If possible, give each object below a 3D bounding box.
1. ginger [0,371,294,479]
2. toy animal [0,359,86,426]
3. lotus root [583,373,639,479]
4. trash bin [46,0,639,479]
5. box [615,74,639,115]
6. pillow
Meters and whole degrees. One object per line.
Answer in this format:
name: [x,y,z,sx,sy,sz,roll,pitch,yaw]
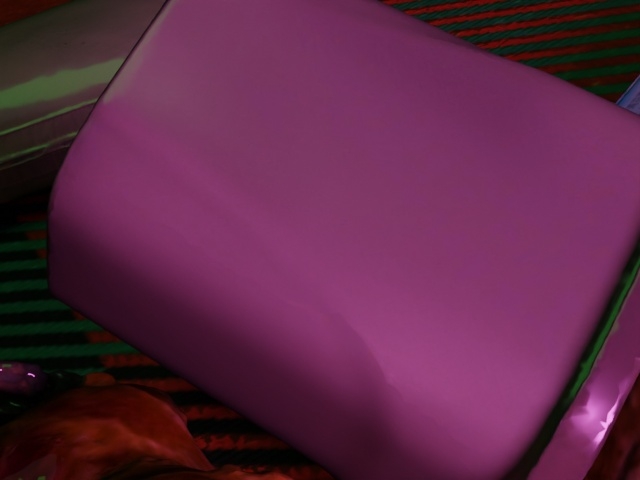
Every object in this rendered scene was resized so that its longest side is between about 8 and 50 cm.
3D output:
ginger: [-0.120,0.201,0.786,0.274,0.152,0.357,-29,27,-15]
toy animal: [-0.206,0.107,1.005,0.233,0.084,0.148,8,-4,-44]
lotus root: [0.257,0.060,0.785,0.210,0.142,0.314,13,44,46]
trash bin: [0.021,0.001,0.806,0.250,0.219,0.219,29,64,4]
box: [0.270,-0.074,1.081,0.143,0.083,0.232,3,38,39]
pillow: [-0.247,-0.121,1.491,0.322,0.119,0.255,-20,27,4]
